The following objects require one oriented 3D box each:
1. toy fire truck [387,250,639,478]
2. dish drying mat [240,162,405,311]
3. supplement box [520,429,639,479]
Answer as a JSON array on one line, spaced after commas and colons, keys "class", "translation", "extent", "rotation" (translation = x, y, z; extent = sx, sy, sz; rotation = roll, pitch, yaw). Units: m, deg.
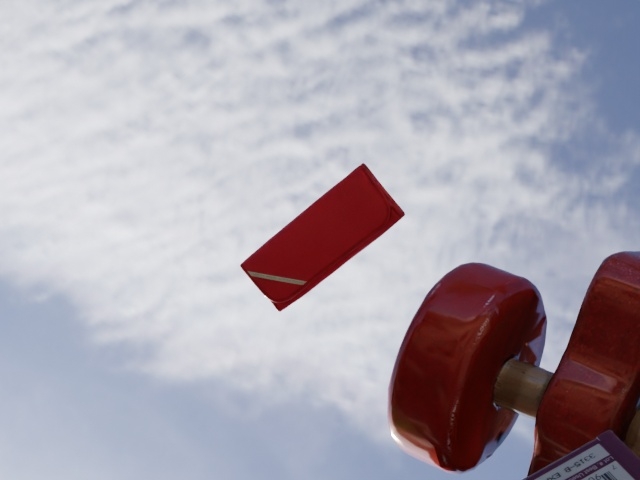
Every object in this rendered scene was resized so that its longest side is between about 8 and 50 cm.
[{"class": "toy fire truck", "translation": [0.147, 0.143, 0.775], "extent": [0.169, 0.254, 0.302], "rotation": [20, -80, 29]}, {"class": "dish drying mat", "translation": [0.000, 0.000, 0.724], "extent": [0.083, 0.008, 0.032], "rotation": [-39, -89, 27]}, {"class": "supplement box", "translation": [0.093, 0.114, 0.513], "extent": [0.055, 0.043, 0.083], "rotation": [-27, -54, -13]}]
